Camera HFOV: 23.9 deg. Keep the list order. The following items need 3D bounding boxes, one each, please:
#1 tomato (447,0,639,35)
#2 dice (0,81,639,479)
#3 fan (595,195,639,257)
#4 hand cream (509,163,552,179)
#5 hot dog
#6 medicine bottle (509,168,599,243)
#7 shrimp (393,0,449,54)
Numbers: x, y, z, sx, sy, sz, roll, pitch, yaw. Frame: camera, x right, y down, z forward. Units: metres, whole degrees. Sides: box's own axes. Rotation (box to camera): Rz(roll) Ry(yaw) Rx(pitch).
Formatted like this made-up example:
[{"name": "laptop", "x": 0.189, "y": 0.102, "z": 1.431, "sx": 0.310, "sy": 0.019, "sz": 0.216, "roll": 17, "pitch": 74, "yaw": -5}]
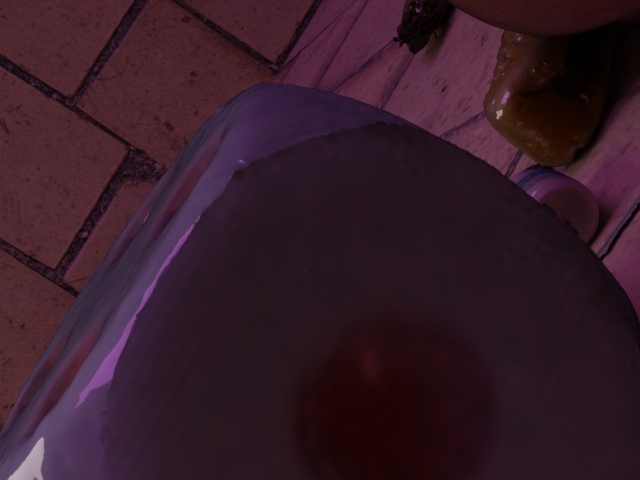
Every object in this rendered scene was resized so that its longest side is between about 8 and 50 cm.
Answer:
[{"name": "tomato", "x": 0.175, "y": -0.294, "z": 1.063, "sx": 0.321, "sy": 0.321, "sz": 0.321, "roll": -54, "pitch": 11, "yaw": 15}, {"name": "dice", "x": -0.006, "y": 0.097, "z": 0.803, "sx": 0.268, "sy": 0.264, "sz": 0.262, "roll": -60, "pitch": 12, "yaw": -16}, {"name": "fan", "x": 0.108, "y": 0.102, "z": 0.984, "sx": 0.329, "sy": 0.009, "sz": 0.191, "roll": -55, "pitch": 10, "yaw": 10}, {"name": "hand cream", "x": 0.120, "y": -0.002, "z": 1.181, "sx": 0.163, "sy": 0.039, "sz": 0.062, "roll": -52, "pitch": -5, "yaw": 14}, {"name": "hot dog", "x": 0.189, "y": -0.152, "z": 1.187, "sx": 0.073, "sy": 0.084, "sz": 0.242, "roll": -44, "pitch": 15, "yaw": 36}, {"name": "medicine bottle", "x": 0.154, "y": -0.022, "z": 1.031, "sx": 0.052, "sy": 0.052, "sz": 0.089, "roll": -56, "pitch": 10, "yaw": 4}, {"name": "shrimp", "x": 0.165, "y": -0.331, "z": 1.934, "sx": 0.169, "sy": 0.058, "sz": 0.296, "roll": -47, "pitch": 10, "yaw": 30}]
